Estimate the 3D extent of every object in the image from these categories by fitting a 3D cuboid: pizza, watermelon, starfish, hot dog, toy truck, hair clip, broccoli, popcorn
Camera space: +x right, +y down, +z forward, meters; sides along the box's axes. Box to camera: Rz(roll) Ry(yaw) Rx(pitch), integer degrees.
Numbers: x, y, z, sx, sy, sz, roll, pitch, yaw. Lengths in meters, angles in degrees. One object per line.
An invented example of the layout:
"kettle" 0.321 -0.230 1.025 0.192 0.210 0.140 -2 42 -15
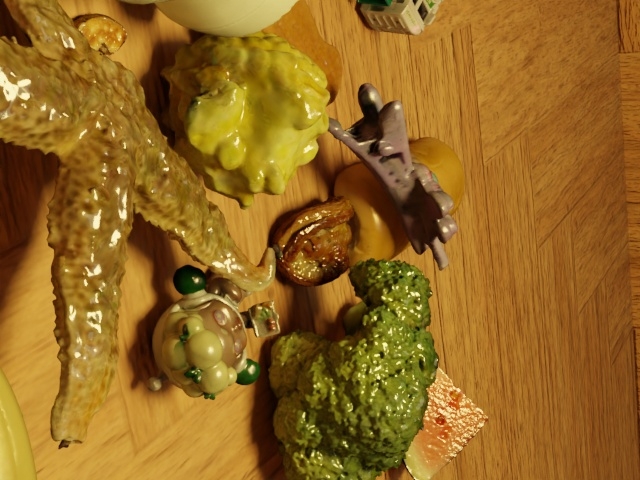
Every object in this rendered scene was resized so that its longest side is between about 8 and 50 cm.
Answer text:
"pizza" -0.200 -0.185 0.960 0.083 0.016 0.037 -19 107 -63
"watermelon" 0.167 0.259 1.586 0.145 0.137 0.193 155 -61 -83
"starfish" -0.181 -0.031 0.853 0.432 0.082 0.324 60 30 -32
"hot dog" -0.002 -0.002 1.283 0.147 0.065 0.099 -26 124 -60
"toy truck" 0.077 -0.351 1.369 0.116 0.110 0.216 -62 145 -17
"hair clip" 0.100 -0.075 1.272 0.090 0.137 0.278 -43 129 -1
"broccoli" 0.033 0.129 1.259 0.254 0.186 0.302 113 -16 -47
"popcorn" -0.072 -0.118 1.045 0.142 0.174 0.173 146 -47 -75

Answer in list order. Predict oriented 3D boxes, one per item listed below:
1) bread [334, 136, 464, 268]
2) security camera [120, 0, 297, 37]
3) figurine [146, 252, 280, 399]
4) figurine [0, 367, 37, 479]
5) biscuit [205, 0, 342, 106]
"bread" 0.115 -0.058 1.470 0.305 0.091 0.142 -29 123 -56
"security camera" -0.130 -0.288 0.907 0.236 0.195 0.194 9 84 -56
"figurine" -0.103 0.081 1.074 0.147 0.093 0.197 61 37 -24
"figurine" -0.286 0.209 0.731 0.222 0.124 0.324 -10 97 -57
"biscuit" -0.068 -0.261 1.165 0.339 0.047 0.216 64 37 -37
